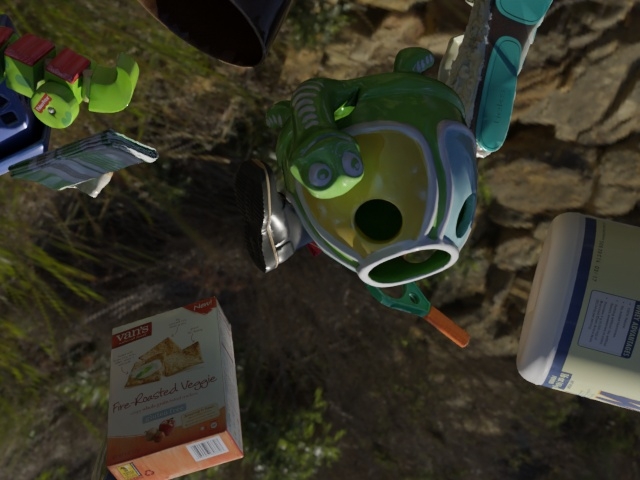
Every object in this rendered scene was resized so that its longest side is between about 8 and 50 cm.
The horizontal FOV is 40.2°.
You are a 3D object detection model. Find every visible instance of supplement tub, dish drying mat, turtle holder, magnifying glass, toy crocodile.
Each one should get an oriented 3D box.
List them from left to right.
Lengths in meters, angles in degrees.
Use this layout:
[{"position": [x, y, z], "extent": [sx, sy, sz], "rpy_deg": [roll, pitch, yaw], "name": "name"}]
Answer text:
[{"position": [-0.433, -0.259, 1.284], "extent": [0.115, 0.341, 0.105], "rpy_deg": [-67, 174, -45], "name": "toy crocodile"}, {"position": [0.000, 0.000, 1.410], "extent": [0.008, 0.032, 0.083], "rpy_deg": [-33, -177, 30], "name": "dish drying mat"}, {"position": [0.076, -0.082, 1.022], "extent": [0.320, 0.243, 0.227], "rpy_deg": [95, -18, -70], "name": "turtle holder"}, {"position": [0.164, 0.106, 1.488], "extent": [0.026, 0.231, 0.092], "rpy_deg": [-38, -160, 40], "name": "magnifying glass"}, {"position": [0.439, 0.108, 1.135], "extent": [0.235, 0.325, 0.235], "rpy_deg": [14, 90, -79], "name": "supplement tub"}]

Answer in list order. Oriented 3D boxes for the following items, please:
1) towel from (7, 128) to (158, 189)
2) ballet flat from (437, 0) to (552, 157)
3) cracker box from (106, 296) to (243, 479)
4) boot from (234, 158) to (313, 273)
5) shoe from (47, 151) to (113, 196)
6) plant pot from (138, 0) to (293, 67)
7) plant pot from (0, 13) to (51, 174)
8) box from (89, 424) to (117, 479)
[{"position": [-0.294, -0.094, 1.093], "extent": [0.113, 0.152, 0.023], "rpy_deg": [23, 52, -68], "name": "towel"}, {"position": [0.259, -0.332, 1.357], "extent": [0.147, 0.147, 0.408], "rpy_deg": [-1, 110, -76], "name": "ballet flat"}, {"position": [-0.192, 0.193, 1.139], "extent": [0.232, 0.156, 0.067], "rpy_deg": [-103, 174, -49], "name": "cracker box"}, {"position": [-0.046, -0.058, 1.272], "extent": [0.137, 0.077, 0.198], "rpy_deg": [-28, 144, -23], "name": "boot"}, {"position": [-0.463, -0.123, 1.624], "extent": [0.077, 0.219, 0.058], "rpy_deg": [16, 89, -43], "name": "shoe"}, {"position": [-0.096, -0.366, 1.050], "extent": [0.230, 0.215, 0.215], "rpy_deg": [-58, 165, -12], "name": "plant pot"}, {"position": [-0.633, -0.248, 1.626], "extent": [0.236, 0.236, 0.212], "rpy_deg": [-107, 171, -51], "name": "plant pot"}, {"position": [-0.353, 0.361, 1.603], "extent": [0.293, 0.073, 0.295], "rpy_deg": [-158, -93, -77], "name": "box"}]
